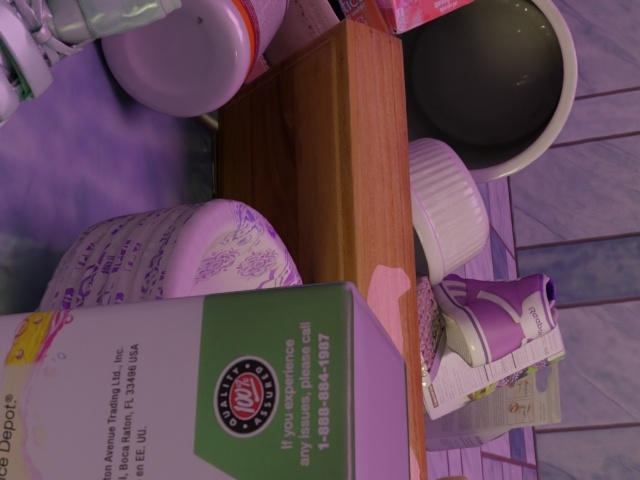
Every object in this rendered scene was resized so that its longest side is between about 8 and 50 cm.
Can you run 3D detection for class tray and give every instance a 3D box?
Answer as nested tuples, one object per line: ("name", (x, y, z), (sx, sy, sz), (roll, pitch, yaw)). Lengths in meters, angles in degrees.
("tray", (-0.011, 0.035, 0.911), (0.076, 0.202, 0.411), (14, 66, -36))

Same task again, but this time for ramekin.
("ramekin", (0.150, -0.046, 1.456), (0.207, 0.109, 0.207), (61, -9, 17))

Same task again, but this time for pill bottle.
("pill bottle", (-0.094, -0.203, 0.887), (0.221, 0.121, 0.121), (-70, 148, -56))

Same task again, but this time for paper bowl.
("paper bowl", (-0.100, 0.121, 0.684), (0.284, 0.148, 0.284), (-8, 90, -72))

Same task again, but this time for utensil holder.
("utensil holder", (0.259, -0.278, 1.718), (0.385, 0.327, 0.328), (-38, 118, -73))

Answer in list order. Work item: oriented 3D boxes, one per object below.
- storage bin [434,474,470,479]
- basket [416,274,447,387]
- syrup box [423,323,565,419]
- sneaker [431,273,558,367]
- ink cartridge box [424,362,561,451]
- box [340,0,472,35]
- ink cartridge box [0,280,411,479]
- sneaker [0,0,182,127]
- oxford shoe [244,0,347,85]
("storage bin", (0.173, 0.465, 1.336), (0.260, 0.123, 0.262), (61, 18, 2))
("basket", (0.093, 0.121, 1.357), (0.167, 0.113, 0.103), (-50, 126, -68))
("syrup box", (0.239, 0.169, 1.565), (0.093, 0.236, 0.096), (40, -28, 65))
("sneaker", (0.245, 0.092, 1.457), (0.282, 0.161, 0.102), (-125, -168, -72))
("ink cartridge box", (0.272, 0.232, 1.664), (0.066, 0.232, 0.189), (56, 32, -50))
("box", (0.094, -0.359, 1.364), (0.300, 0.154, 0.142), (-34, 117, -50))
("ink cartridge box", (-0.105, 0.141, 0.449), (0.117, 0.278, 0.201), (54, 33, -62))
("sneaker", (-0.164, -0.122, 0.584), (0.094, 0.151, 0.256), (68, 24, -43))
("oxford shoe", (-0.036, -0.364, 1.092), (0.140, 0.146, 0.397), (-4, 85, -70))
